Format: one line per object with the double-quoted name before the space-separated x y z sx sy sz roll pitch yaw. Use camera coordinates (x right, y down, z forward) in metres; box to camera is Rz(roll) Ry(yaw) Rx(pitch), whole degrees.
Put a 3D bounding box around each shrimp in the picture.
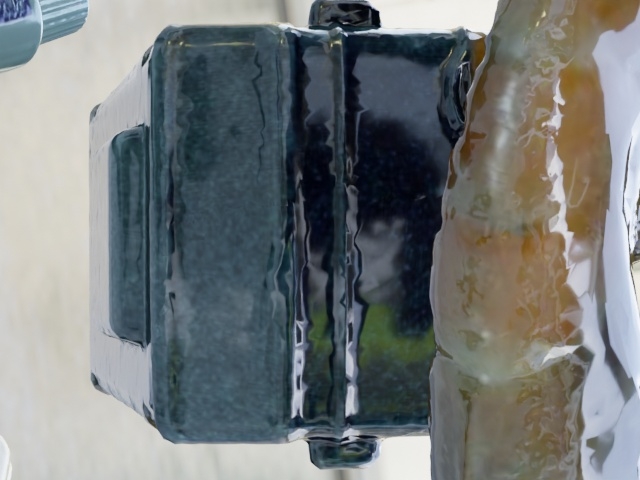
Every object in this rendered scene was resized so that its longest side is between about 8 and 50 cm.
"shrimp" 0.072 0.033 0.485 0.143 0.052 0.251 -13 117 -52

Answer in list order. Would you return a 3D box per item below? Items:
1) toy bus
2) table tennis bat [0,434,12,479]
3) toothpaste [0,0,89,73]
"toy bus" 0.000 0.000 0.818 0.323 0.194 0.162 174 -84 -80
"table tennis bat" -0.170 0.208 0.853 0.050 0.198 0.321 -48 -150 35
"toothpaste" -0.203 -0.063 0.734 0.297 0.075 0.048 -24 132 -47
